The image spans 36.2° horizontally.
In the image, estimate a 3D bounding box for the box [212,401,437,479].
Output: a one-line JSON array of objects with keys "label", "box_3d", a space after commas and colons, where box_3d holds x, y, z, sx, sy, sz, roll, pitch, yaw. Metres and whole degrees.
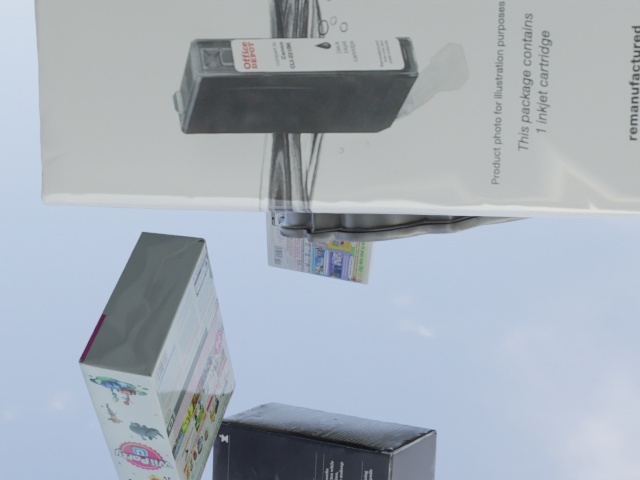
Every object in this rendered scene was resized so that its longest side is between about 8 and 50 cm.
[{"label": "box", "box_3d": [0.002, 0.454, 1.538, 0.312, 0.343, 0.179, 5, -176, 29]}]

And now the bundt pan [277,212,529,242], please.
[{"label": "bundt pan", "box_3d": [0.110, -0.097, 0.885, 0.331, 0.124, 0.331, -11, -170, 2]}]

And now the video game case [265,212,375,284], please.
[{"label": "video game case", "box_3d": [0.000, 0.000, 1.732, 0.193, 0.212, 0.023, 11, -123, 5]}]

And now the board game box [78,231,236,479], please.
[{"label": "board game box", "box_3d": [-0.198, 0.175, 1.259, 0.097, 0.303, 0.224, 6, -135, 12]}]

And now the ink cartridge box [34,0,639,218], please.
[{"label": "ink cartridge box", "box_3d": [0.025, -0.072, 0.484, 0.273, 0.114, 0.197, 2, -175, 11]}]
